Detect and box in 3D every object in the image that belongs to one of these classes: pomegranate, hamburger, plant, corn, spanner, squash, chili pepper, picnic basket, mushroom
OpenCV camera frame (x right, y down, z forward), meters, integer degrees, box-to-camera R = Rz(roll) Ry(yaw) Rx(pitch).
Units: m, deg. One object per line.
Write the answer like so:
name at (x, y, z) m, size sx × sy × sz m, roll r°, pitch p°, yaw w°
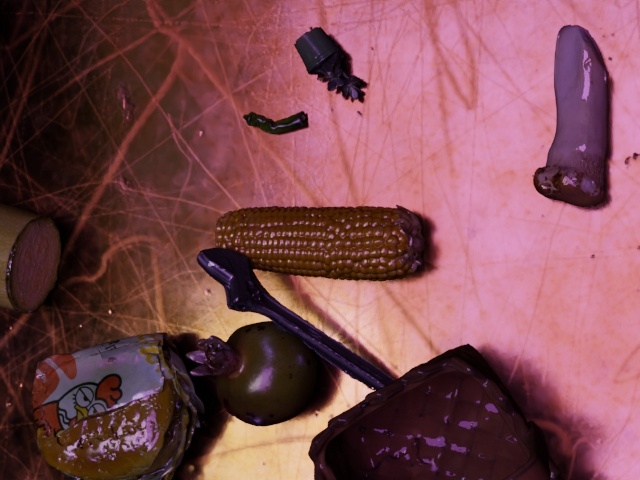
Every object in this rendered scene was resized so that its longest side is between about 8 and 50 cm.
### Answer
pomegranate at (-0.080, 0.163, 1.901) m, size 0.129 × 0.159 × 0.129 m, roll 12°, pitch 108°, yaw 44°
hamburger at (-0.247, 0.232, 1.958) m, size 0.214 × 0.125 × 0.235 m, roll -8°, pitch 70°, yaw 26°
plant at (0.011, -0.210, 1.950) m, size 0.051 × 0.051 × 0.102 m, roll -37°, pitch 84°, yaw 11°
corn at (-0.002, 0.001, 1.921) m, size 0.260 × 0.091 × 0.091 m, roll 2°, pitch 96°, yaw 22°
spanner at (-0.012, 0.110, 1.894) m, size 0.325 × 0.093 × 0.026 m, roll 35°, pitch 118°, yaw -6°
squash at (-0.467, 0.004, 2.040) m, size 0.247 × 0.132 × 0.133 m, roll 14°, pitch 91°, yaw 19°
chili pepper at (-0.058, -0.147, 1.982) m, size 0.083 × 0.022 × 0.027 m, roll 1°, pitch 121°, yaw 16°
picnic basket at (0.138, 0.283, 1.734) m, size 0.254 × 0.321 × 0.291 m, roll -32°, pitch 91°, yaw 9°
mushroom at (0.296, -0.144, 1.855) m, size 0.084 × 0.071 × 0.209 m, roll -1°, pitch 82°, yaw 48°
